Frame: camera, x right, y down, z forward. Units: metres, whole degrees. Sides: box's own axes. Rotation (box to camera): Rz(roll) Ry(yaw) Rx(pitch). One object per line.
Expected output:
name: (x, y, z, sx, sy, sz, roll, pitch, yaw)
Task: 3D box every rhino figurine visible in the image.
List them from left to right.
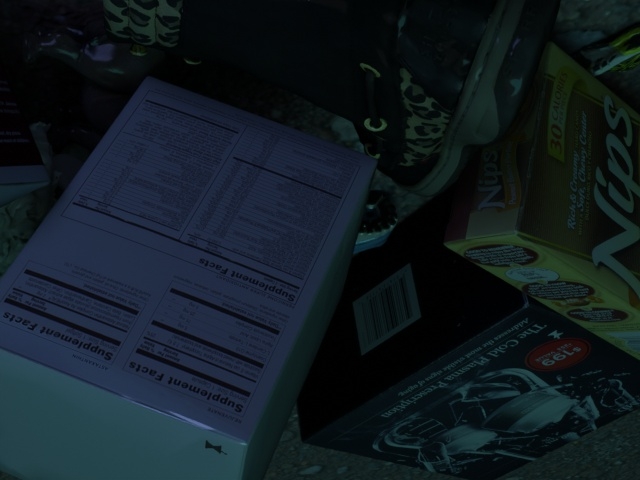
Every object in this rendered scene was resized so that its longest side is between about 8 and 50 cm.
rhino figurine: (-0.175, -0.101, 0.889, 0.106, 0.073, 0.243, -2, 147, -2)

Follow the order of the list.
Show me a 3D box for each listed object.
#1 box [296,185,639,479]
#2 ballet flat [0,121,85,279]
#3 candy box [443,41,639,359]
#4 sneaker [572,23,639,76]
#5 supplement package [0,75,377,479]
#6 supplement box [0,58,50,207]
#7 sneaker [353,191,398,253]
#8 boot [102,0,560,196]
box: (0.191, 0.115, 1.184, 0.313, 0.179, 0.343, 19, 137, -36)
ballet flat: (-0.232, 0.007, 0.930, 0.147, 0.147, 0.409, -8, 162, 1)
candy box: (0.261, -0.022, 0.960, 0.316, 0.182, 0.088, 29, 155, -35)
sneaker: (0.262, -0.160, 0.927, 0.083, 0.031, 0.035, -22, 146, 21)
supplement package: (-0.103, 0.056, 0.785, 0.198, 0.262, 0.199, 20, 142, 6)
supplement box: (-0.291, -0.121, 0.693, 0.130, 0.239, 0.073, -23, 178, 21)
sneaker: (0.000, 0.000, 1.081, 0.162, 0.063, 0.073, -6, 149, -3)
boot: (-0.003, -0.148, 0.781, 0.284, 0.138, 0.377, 20, 177, -3)
